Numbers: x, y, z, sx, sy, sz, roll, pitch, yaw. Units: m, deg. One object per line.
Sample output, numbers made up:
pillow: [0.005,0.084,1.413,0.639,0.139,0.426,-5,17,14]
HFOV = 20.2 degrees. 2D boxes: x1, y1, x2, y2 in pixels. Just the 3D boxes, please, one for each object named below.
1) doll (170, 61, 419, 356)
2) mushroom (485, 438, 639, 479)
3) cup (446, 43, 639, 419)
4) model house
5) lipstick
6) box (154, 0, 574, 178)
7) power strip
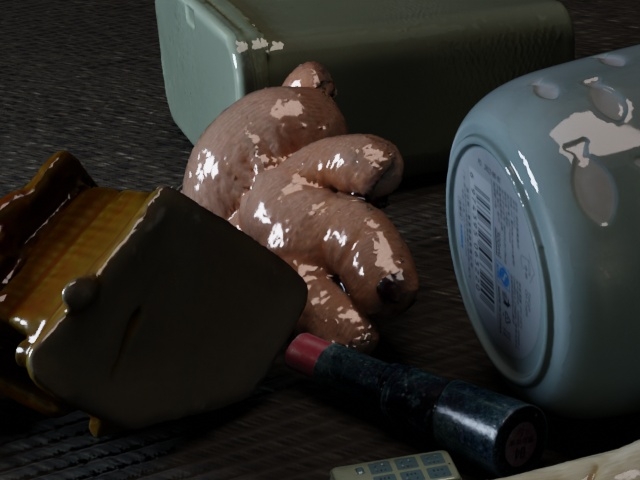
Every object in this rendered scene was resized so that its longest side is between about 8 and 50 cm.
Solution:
doll: [0.000,0.000,1.478,0.201,0.156,0.303,-43,47,7]
mushroom: [0.142,0.165,1.027,0.351,0.095,0.123,-11,11,-12]
cup: [0.260,0.025,1.229,0.274,0.259,0.357,-12,52,-13]
model house: [-0.169,0.044,1.342,0.229,0.219,0.199,11,62,48]
lipstick: [0.059,0.108,1.273,0.053,0.053,0.234,-21,26,-35]
box: [0.037,-0.179,1.841,0.344,0.177,0.352,-8,21,-16]
power strip: [0.049,0.160,1.193,0.090,0.016,0.040,-8,22,-8]
